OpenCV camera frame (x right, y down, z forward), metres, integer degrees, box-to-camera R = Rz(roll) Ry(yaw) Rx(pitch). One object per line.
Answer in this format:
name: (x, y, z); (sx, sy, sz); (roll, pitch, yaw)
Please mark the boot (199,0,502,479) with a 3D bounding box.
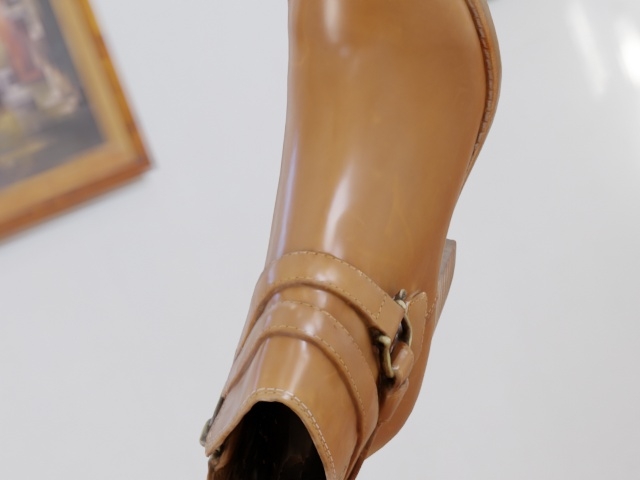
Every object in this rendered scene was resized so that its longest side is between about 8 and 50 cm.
boot: (0.000, 0.000, 0.921); (0.109, 0.283, 0.220); (15, 39, 13)
